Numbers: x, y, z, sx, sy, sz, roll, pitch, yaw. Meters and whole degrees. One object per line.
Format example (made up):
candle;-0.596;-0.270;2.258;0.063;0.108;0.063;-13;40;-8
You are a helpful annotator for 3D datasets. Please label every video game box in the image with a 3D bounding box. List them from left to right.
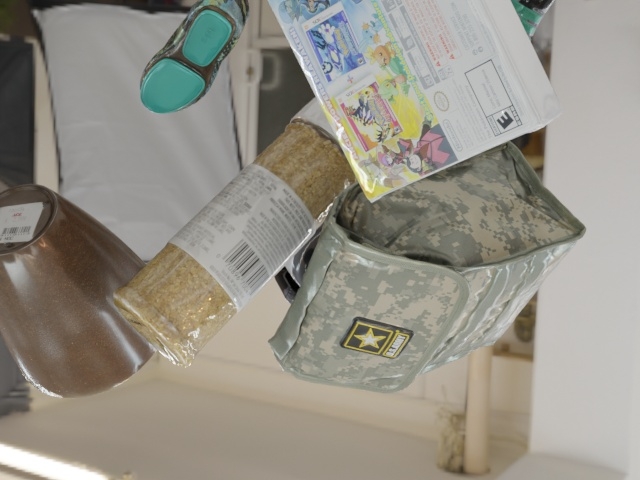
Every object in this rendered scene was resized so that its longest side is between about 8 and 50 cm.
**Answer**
video game box;0.068;-0.154;0.700;0.187;0.205;0.048;-22;-173;43

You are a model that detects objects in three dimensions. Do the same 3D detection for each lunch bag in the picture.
lunch bag;0.097;0.041;0.928;0.287;0.235;0.169;-16;-122;-31

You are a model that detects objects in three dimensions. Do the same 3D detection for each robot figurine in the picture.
robot figurine;0.003;-0.001;1.612;0.209;0.173;0.278;-24;-148;-11

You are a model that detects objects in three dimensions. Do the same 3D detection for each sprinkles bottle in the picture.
sprinkles bottle;-0.078;-0.017;1.022;0.355;0.121;0.121;-46;-154;-18

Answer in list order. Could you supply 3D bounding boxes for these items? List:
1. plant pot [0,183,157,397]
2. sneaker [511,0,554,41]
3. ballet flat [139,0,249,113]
plant pot;-0.326;0.046;1.073;0.216;0.215;0.230;4;143;17
sneaker;0.278;-0.302;1.265;0.083;0.223;0.098;40;-157;6
ballet flat;-0.127;-0.196;0.893;0.070;0.070;0.188;-1;161;-38
